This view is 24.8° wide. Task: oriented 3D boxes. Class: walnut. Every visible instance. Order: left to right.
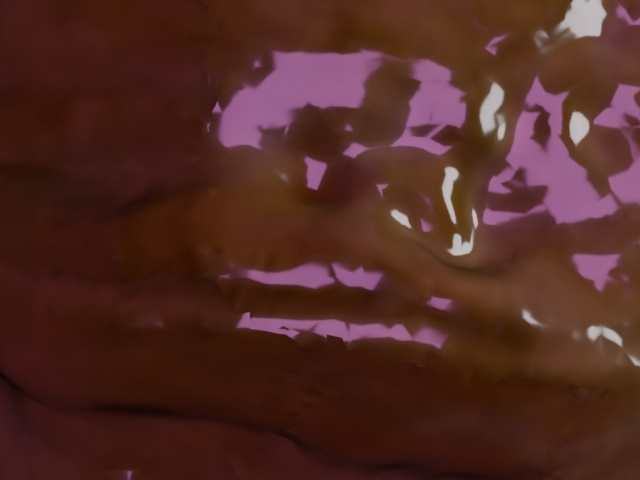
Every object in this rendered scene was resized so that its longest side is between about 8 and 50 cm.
[{"bbox_3d":[0.000,0.002,0.497,0.344,0.306,0.306,5,80,-8],"label":"walnut"}]
